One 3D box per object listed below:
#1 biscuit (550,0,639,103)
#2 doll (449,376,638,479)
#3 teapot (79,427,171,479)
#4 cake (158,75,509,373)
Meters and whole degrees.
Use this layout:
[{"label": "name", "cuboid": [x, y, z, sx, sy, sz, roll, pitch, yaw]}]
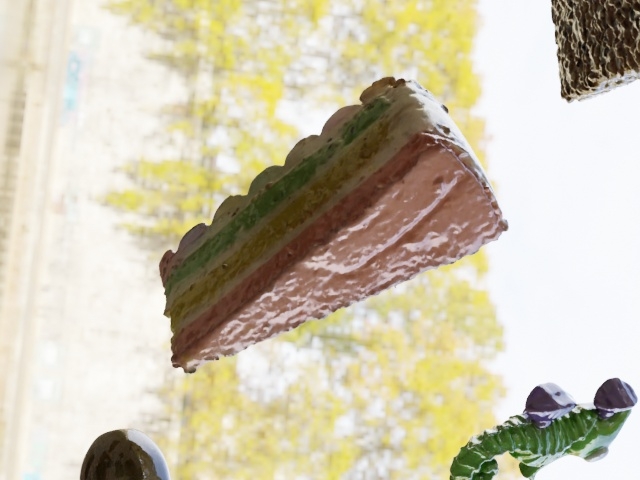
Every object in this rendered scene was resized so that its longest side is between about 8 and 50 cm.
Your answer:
[{"label": "biscuit", "cuboid": [0.158, -0.148, 0.763, 0.231, 0.025, 0.131, 154, -69, -86]}, {"label": "doll", "cuboid": [0.180, 0.162, 1.128, 0.050, 0.190, 0.115, 53, -49, 35]}, {"label": "teapot", "cuboid": [-0.134, 0.191, 1.042, 0.085, 0.110, 0.080, -36, -127, 34]}, {"label": "cake", "cuboid": [-0.007, -0.015, 0.855, 0.109, 0.225, 0.090, -115, -179, -51]}]
